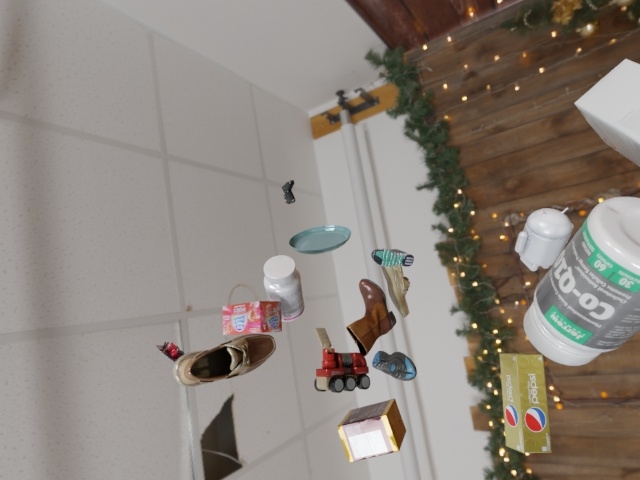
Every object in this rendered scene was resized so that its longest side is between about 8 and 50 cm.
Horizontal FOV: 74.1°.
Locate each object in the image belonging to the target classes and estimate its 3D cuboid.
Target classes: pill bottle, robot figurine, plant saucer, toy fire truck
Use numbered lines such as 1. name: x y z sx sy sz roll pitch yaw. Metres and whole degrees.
1. pill bottle: 0.582 0.103 0.883 0.361 0.204 0.204 93 -170 -47
2. robot figurine: 1.112 -0.013 2.111 0.199 0.300 0.353 -117 21 -49
3. plant saucer: 0.000 0.000 2.121 0.317 0.318 0.043 -45 -51 -56
4. toy fire truck: 0.070 0.470 1.696 0.217 0.159 0.246 9 -108 -38
5. pill bottle: -0.158 0.209 1.841 0.160 0.161 0.283 -70 -18 -44

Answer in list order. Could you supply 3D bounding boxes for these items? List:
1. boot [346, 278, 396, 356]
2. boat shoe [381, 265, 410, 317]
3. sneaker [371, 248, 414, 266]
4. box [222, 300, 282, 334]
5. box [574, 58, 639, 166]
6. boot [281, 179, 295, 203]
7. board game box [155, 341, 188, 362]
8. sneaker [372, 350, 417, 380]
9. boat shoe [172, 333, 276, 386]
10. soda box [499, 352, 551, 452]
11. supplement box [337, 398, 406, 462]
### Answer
1. boot: 0.187 0.324 1.838 0.280 0.096 0.264 -27 -88 -47
2. boat shoe: 0.395 0.220 2.112 0.121 0.110 0.340 -136 27 -78
3. sneaker: 0.325 0.074 1.995 0.224 0.098 0.083 11 -74 -23
4. box: -0.288 0.326 1.772 0.123 0.257 0.128 9 -106 -47
5. box: 0.891 -0.303 1.125 0.215 0.168 0.345 32 -152 -28
6. boot: -0.153 -0.243 2.153 0.045 0.121 0.099 -18 -96 -32
7. board game box: -0.472 0.377 1.419 0.033 0.133 0.168 -55 -9 -11
8. sneaker: 0.392 0.621 2.093 0.140 0.341 0.125 28 -102 -15
9. boat shoe: -0.263 0.355 1.259 0.325 0.116 0.123 -13 -97 -39
10. soda box: 0.403 0.316 0.839 0.058 0.061 0.181 129 143 -73
11. supplement box: 0.193 0.699 1.570 0.191 0.194 0.129 8 -118 -71
